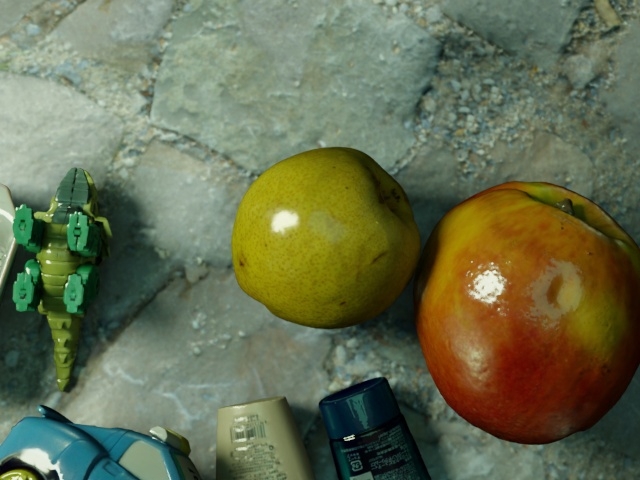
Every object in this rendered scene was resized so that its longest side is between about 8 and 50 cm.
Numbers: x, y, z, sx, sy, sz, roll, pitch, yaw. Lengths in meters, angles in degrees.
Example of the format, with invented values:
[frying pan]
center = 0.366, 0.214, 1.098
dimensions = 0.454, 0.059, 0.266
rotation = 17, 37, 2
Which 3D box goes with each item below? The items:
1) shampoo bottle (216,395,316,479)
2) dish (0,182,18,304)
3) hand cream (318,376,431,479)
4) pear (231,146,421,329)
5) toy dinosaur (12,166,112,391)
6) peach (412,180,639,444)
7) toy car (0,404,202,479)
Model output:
[shampoo bottle]
center = -0.055, 0.308, 0.828
dimensions = 0.127, 0.078, 0.256
rotation = -10, 81, 3
[dish]
center = -0.408, 0.043, 0.830
dimensions = 0.154, 0.064, 0.234
rotation = 14, 81, 11
[hand cream]
center = 0.083, 0.298, 0.859
dimensions = 0.120, 0.061, 0.270
rotation = -20, 89, -7
[pear]
center = 0.000, 0.000, 0.819
dimensions = 0.209, 0.209, 0.208
rotation = 1, 82, -6
[toy dinosaur]
center = -0.284, 0.047, 0.821
dimensions = 0.094, 0.153, 0.259
rotation = 5, 90, -3
[peach]
center = 0.219, 0.077, 0.816
dimensions = 0.238, 0.281, 0.280
rotation = -10, 80, -51
[toy car]
center = -0.177, 0.275, 0.747
dimensions = 0.314, 0.198, 0.166
rotation = 22, 67, 17
